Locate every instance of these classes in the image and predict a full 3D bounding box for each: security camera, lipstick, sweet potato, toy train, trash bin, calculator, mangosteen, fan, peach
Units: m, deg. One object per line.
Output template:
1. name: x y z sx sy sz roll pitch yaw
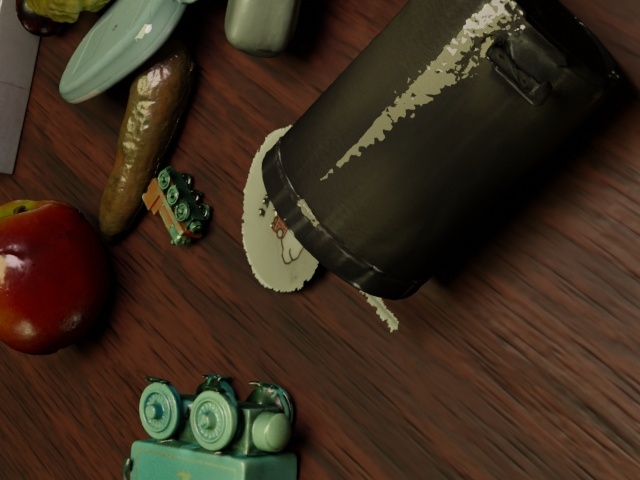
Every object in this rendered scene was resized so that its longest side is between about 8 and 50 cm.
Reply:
1. security camera: -0.047 -0.352 1.490 0.157 0.080 0.302 -107 25 -70
2. lipstick: -0.442 -0.281 1.890 0.076 0.079 0.372 11 91 41
3. sweet potato: -0.218 -0.117 1.670 0.075 0.075 0.273 32 108 40
4. toy train: -0.173 -0.039 1.631 0.064 0.044 0.103 -52 51 27
5. trash bin: 0.113 -0.116 1.285 0.301 0.203 0.252 -46 13 26
6. calculator: -0.229 -0.266 1.668 0.295 0.042 0.184 -28 34 41
7. mangosteen: -0.373 -0.315 1.836 0.081 0.081 0.081 -9 77 41
8. fan: 0.001 0.000 1.463 0.329 0.009 0.191 46 120 45
9. peach: -0.350 0.049 1.689 0.197 0.197 0.197 -9 77 41
10. toy train: -0.119 0.233 1.493 0.203 0.112 0.163 2 90 43

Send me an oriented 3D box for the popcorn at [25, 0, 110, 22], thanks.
1. popcorn: -0.325 -0.385 1.735 0.195 0.173 0.168 60 161 -7
